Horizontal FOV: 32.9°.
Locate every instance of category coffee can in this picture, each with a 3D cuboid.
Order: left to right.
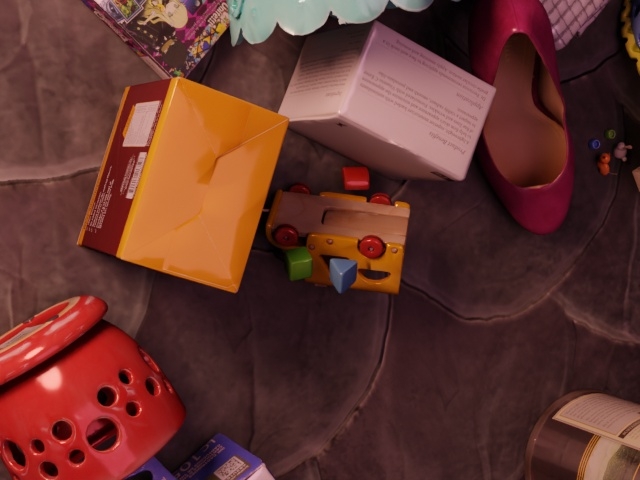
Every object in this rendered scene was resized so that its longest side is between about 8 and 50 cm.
[{"bbox_3d":[0.431,0.320,1.425,0.202,0.275,0.201,-2,95,-25],"label":"coffee can"}]

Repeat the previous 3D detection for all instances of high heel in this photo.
[{"bbox_3d":[0.246,-0.132,1.318,0.127,0.181,0.377,-17,121,11],"label":"high heel"}]

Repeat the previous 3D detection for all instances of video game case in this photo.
[{"bbox_3d":[-0.166,-0.328,1.211,0.210,0.042,0.232,43,76,-27],"label":"video game case"}]

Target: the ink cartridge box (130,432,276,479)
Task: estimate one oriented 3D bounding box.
[{"bbox_3d":[-0.116,0.418,1.246,0.270,0.151,0.395,-40,111,-18],"label":"ink cartridge box"}]

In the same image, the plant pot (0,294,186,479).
[{"bbox_3d":[-0.262,0.162,1.139,0.191,0.191,0.174,-32,100,-19],"label":"plant pot"}]

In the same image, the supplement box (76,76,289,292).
[{"bbox_3d":[-0.153,-0.060,1.163,0.129,0.194,0.191,18,87,-25],"label":"supplement box"}]

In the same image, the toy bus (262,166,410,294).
[{"bbox_3d":[0.011,0.005,1.292,0.191,0.202,0.104,-21,134,-29],"label":"toy bus"}]

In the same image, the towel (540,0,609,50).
[{"bbox_3d":[0.303,-0.408,1.392,0.283,0.121,0.235,-49,116,-12],"label":"towel"}]

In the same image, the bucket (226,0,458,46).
[{"bbox_3d":[0.019,-0.323,1.147,0.281,0.281,0.183,-18,104,-23],"label":"bucket"}]

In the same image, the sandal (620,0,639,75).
[{"bbox_3d":[0.502,-0.233,1.463,0.126,0.138,0.317,-3,75,-24],"label":"sandal"}]

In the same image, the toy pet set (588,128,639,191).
[{"bbox_3d":[0.458,-0.116,1.517,0.122,0.065,0.114,-31,107,-19],"label":"toy pet set"}]

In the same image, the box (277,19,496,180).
[{"bbox_3d":[0.073,-0.158,1.269,0.181,0.182,0.119,24,83,-25],"label":"box"}]
